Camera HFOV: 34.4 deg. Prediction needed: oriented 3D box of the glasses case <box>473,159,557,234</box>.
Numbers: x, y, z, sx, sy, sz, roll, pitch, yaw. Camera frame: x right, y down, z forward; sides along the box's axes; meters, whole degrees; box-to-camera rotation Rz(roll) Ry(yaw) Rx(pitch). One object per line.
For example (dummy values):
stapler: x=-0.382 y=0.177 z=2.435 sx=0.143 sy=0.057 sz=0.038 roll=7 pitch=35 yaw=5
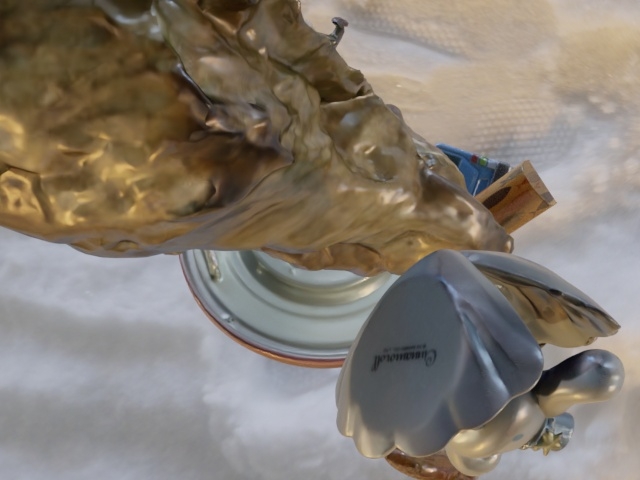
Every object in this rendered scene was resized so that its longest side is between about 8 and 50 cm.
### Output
glasses case: x=0.202 y=-0.026 z=1.273 sx=0.170 sy=0.041 sz=0.065 roll=-37 pitch=80 yaw=33

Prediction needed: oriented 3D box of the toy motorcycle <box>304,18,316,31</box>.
toy motorcycle: x=-0.044 y=-0.130 z=0.796 sx=0.112 sy=0.254 sz=0.113 roll=0 pitch=83 yaw=-2

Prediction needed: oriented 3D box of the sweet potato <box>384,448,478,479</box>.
sweet potato: x=0.145 y=0.259 z=1.187 sx=0.078 sy=0.255 sz=0.058 roll=16 pitch=84 yaw=25

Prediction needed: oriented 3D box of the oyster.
oyster: x=-0.062 y=-0.058 z=0.423 sx=0.197 sy=0.337 sz=0.133 roll=17 pitch=92 yaw=49

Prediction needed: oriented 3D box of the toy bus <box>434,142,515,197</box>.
toy bus: x=0.198 y=-0.074 z=1.500 sx=0.133 sy=0.234 sz=0.116 roll=18 pitch=93 yaw=4

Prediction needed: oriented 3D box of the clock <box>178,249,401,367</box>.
clock: x=0.000 y=-0.001 z=0.883 sx=0.244 sy=0.244 sz=0.056 roll=29 pitch=147 yaw=15

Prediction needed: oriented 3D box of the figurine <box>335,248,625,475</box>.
figurine: x=0.059 y=0.044 z=0.346 sx=0.094 sy=0.086 sz=0.082 roll=-12 pitch=56 yaw=42
